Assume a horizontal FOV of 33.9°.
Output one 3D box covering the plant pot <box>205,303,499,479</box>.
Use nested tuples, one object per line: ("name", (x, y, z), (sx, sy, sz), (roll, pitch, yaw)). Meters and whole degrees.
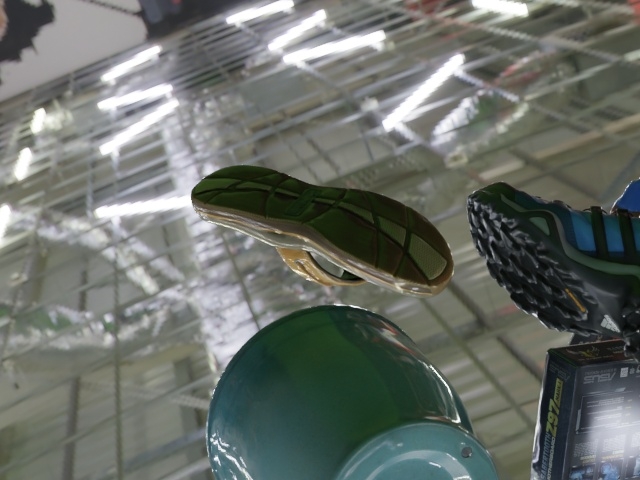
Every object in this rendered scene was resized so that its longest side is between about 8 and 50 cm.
("plant pot", (0.043, 0.228, 1.064), (0.272, 0.271, 0.255), (-26, -162, -12))

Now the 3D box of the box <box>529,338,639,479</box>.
("box", (0.343, 0.197, 1.132), (0.233, 0.183, 0.059), (-5, -162, -22))

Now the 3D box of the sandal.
("sandal", (0.000, 0.000, 0.645), (0.180, 0.049, 0.072), (17, -144, 25))

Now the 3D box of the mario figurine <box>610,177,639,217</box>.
("mario figurine", (0.436, -0.138, 1.109), (0.170, 0.320, 0.198), (14, -158, -10))

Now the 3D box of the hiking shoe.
("hiking shoe", (0.266, 0.023, 0.946), (0.132, 0.113, 0.304), (-33, -133, -25))

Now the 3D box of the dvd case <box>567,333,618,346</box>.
("dvd case", (0.488, 0.150, 1.766), (0.238, 0.030, 0.179), (-61, -166, -14))
